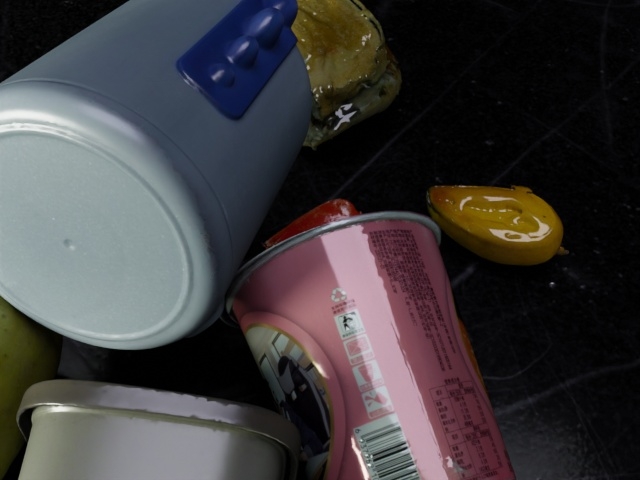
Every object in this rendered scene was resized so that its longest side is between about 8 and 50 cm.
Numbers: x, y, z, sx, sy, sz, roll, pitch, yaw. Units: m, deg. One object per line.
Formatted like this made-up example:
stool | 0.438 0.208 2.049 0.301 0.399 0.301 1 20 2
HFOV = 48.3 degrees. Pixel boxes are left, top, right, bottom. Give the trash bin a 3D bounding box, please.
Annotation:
trash bin | -0.138 0.265 0.530 0.220 0.219 0.250 7 58 1

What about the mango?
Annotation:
mango | 0.217 -0.022 0.888 0.188 0.066 0.101 19 60 14

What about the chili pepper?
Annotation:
chili pepper | 0.000 0.000 0.842 0.123 0.073 0.070 -36 106 -27

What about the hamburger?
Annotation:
hamburger | -0.005 -0.270 1.010 0.211 0.132 0.309 -25 59 -24

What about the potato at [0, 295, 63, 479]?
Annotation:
potato | -0.322 0.142 0.618 0.149 0.197 0.228 30 84 -7

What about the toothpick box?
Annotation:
toothpick box | -0.131 -0.104 0.654 0.263 0.263 0.354 16 39 6

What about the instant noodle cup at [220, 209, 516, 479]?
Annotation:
instant noodle cup | 0.051 0.136 0.662 0.244 0.244 0.255 -13 64 -17
